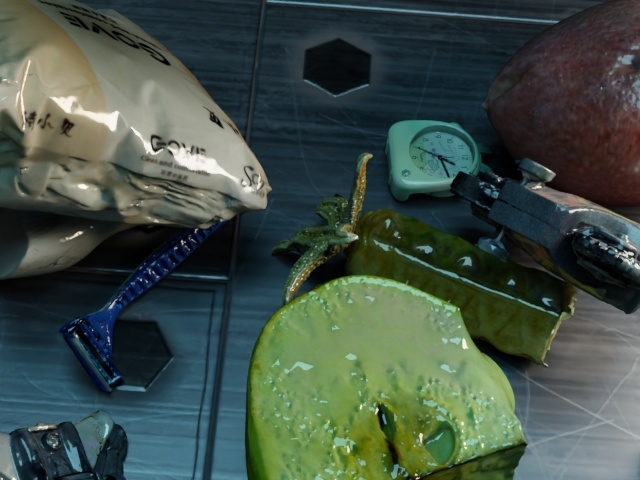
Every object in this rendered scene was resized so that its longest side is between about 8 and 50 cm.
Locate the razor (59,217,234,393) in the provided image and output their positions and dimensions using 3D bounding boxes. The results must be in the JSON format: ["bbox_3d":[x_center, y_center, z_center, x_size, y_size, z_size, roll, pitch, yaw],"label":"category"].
[{"bbox_3d":[-0.175,0.025,1.471,0.056,0.093,0.324,4,44,44],"label":"razor"}]

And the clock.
[{"bbox_3d":[0.148,-0.095,1.566,0.135,0.041,0.101,1,57,-3],"label":"clock"}]

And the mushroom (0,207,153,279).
[{"bbox_3d":[-0.274,-0.018,1.476,0.225,0.093,0.116,-17,32,-31],"label":"mushroom"}]

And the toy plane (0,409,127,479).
[{"bbox_3d":[-0.223,0.314,1.248,0.204,0.103,0.316,-2,53,-46],"label":"toy plane"}]

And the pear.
[{"bbox_3d":[0.037,0.173,1.313,0.287,0.176,0.281,-16,57,-18],"label":"pear"}]

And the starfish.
[{"bbox_3d":[0.000,0.000,1.418,0.053,0.208,0.176,36,71,-8],"label":"starfish"}]

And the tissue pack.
[{"bbox_3d":[-0.282,-0.153,1.421,0.376,0.195,0.390,7,28,-44],"label":"tissue pack"}]

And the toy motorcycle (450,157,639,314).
[{"bbox_3d":[0.265,-0.003,1.385,0.108,0.173,0.307,-62,32,5],"label":"toy motorcycle"}]

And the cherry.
[{"bbox_3d":[0.343,-0.156,1.511,0.308,0.221,0.261,-6,47,3],"label":"cherry"}]

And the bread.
[{"bbox_3d":[0.148,0.045,1.448,0.270,0.098,0.087,23,17,12],"label":"bread"}]
